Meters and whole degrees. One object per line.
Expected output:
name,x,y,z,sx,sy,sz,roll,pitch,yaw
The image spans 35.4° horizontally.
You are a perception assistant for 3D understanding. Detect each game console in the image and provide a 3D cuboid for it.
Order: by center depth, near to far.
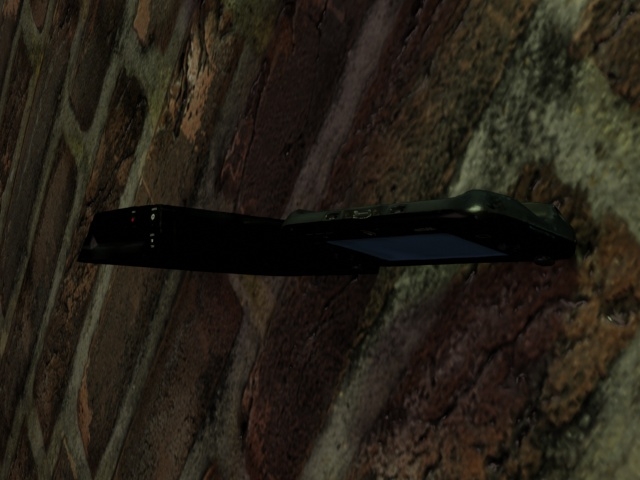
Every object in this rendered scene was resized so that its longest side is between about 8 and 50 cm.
game console,0.000,0.000,0.711,0.361,0.213,0.044,-5,82,49
